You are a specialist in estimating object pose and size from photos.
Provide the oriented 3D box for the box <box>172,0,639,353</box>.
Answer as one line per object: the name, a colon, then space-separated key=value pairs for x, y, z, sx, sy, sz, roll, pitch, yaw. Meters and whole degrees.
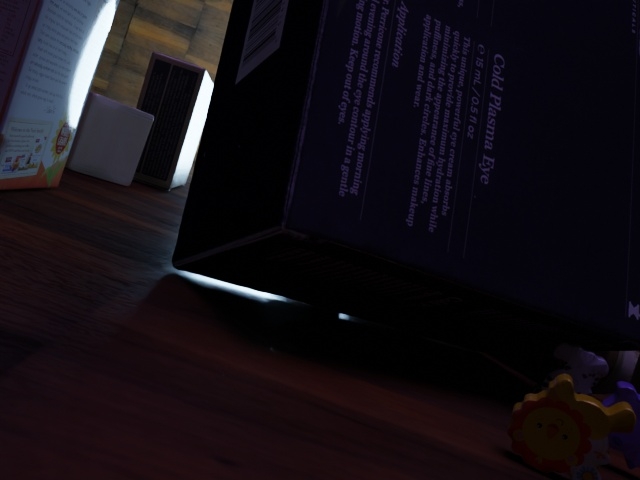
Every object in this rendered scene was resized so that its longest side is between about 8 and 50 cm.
box: x=0.092 y=-0.108 z=0.520 sx=0.313 sy=0.342 sz=0.179 roll=19 pitch=-18 yaw=-27

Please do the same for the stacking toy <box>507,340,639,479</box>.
stacking toy: x=0.218 y=0.129 z=0.367 sx=0.221 sy=0.052 sz=0.167 roll=24 pitch=7 yaw=19

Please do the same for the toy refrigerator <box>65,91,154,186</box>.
toy refrigerator: x=-0.339 y=-0.162 z=0.940 sx=0.094 sy=0.102 sz=0.270 roll=17 pitch=5 yaw=-41

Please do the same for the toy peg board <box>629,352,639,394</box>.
toy peg board: x=0.301 y=0.103 z=0.460 sx=0.161 sy=0.160 sz=0.079 roll=24 pitch=25 yaw=37

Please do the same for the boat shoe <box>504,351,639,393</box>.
boat shoe: x=0.197 y=0.071 z=0.673 sx=0.089 sy=0.104 sz=0.285 roll=23 pitch=13 yaw=-31

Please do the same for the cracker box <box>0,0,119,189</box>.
cracker box: x=-0.236 y=-0.160 z=0.542 sx=0.067 sy=0.232 sz=0.156 roll=20 pitch=4 yaw=-3

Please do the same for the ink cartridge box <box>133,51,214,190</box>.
ink cartridge box: x=-0.246 y=-0.189 z=1.085 sx=0.088 sy=0.193 sz=0.234 roll=18 pitch=4 yaw=-8
